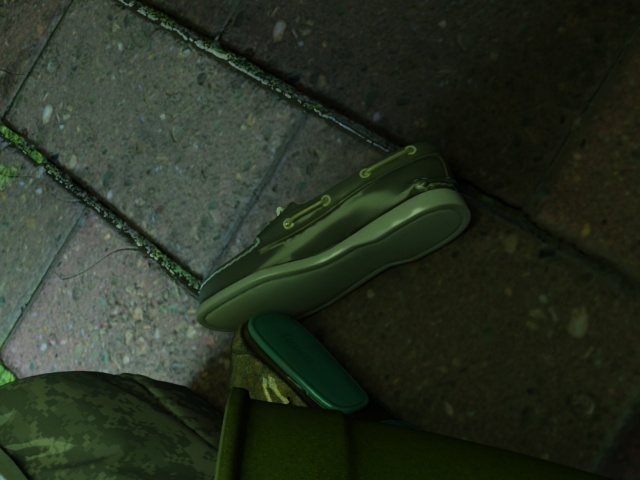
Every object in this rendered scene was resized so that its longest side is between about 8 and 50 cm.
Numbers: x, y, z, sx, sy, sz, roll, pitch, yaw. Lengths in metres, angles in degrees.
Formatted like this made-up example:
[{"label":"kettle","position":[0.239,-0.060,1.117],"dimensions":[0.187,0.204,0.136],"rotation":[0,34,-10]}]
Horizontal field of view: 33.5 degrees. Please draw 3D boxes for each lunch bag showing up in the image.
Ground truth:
[{"label":"lunch bag","position":[-0.187,0.260,1.019],"dimensions":[0.305,0.256,0.212],"rotation":[32,93,39]}]

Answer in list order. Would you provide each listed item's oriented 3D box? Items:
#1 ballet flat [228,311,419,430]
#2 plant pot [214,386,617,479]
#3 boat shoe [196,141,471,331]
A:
[{"label":"ballet flat","position":[0.028,0.200,0.993],"dimensions":[0.348,0.123,0.123],"rotation":[39,97,37]},{"label":"plant pot","position":[0.111,0.282,0.639],"dimensions":[0.353,0.366,0.366],"rotation":[3,72,-1]},{"label":"boat shoe","position":[0.002,0.002,1.077],"dimensions":[0.305,0.109,0.091],"rotation":[-26,59,18]}]
